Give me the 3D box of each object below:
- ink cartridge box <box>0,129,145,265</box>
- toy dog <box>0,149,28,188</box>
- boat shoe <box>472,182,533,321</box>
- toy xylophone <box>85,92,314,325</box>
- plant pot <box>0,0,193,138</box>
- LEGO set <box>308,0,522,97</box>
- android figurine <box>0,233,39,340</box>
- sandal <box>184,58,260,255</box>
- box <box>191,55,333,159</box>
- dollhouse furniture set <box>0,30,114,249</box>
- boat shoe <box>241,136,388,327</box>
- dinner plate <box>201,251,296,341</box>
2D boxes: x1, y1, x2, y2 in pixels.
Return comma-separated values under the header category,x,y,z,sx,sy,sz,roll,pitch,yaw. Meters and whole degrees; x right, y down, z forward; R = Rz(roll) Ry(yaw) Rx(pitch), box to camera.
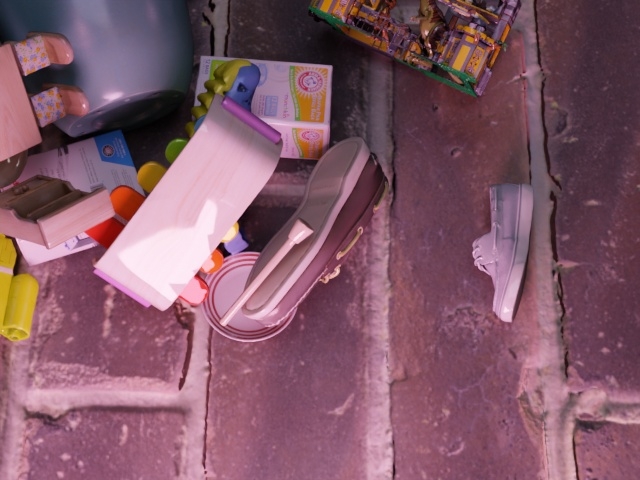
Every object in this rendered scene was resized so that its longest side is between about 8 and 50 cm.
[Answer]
category,x,y,z,sx,sy,sz,roll,pitch,yaw
ink cartridge box,-0.357,-0.063,1.814,0.191,0.082,0.139,-18,62,-9
toy dog,-0.648,-0.247,1.754,0.284,0.408,0.395,-10,103,-45
boat shoe,0.261,0.015,1.812,0.081,0.079,0.227,6,59,11
toy xylophone,-0.161,-0.023,1.693,0.323,0.081,0.236,-43,107,11
plant pot,-0.319,-0.288,1.826,0.293,0.293,0.235,-18,82,-11
LEGO set,0.161,-0.366,1.887,0.331,0.255,0.192,26,93,22
android figurine,-0.515,0.061,1.724,0.248,0.056,0.273,18,54,-19
sandal,-0.138,-0.103,1.776,0.138,0.317,0.126,16,20,-11
box,-0.084,-0.198,1.881,0.203,0.103,0.114,5,64,0
dollhouse furniture set,-0.387,-0.129,1.625,0.161,0.242,0.212,13,35,45
boat shoe,0.000,0.000,1.781,0.116,0.097,0.324,-4,47,46
dinner plate,-0.102,0.082,1.792,0.141,0.017,0.141,1,64,-3
